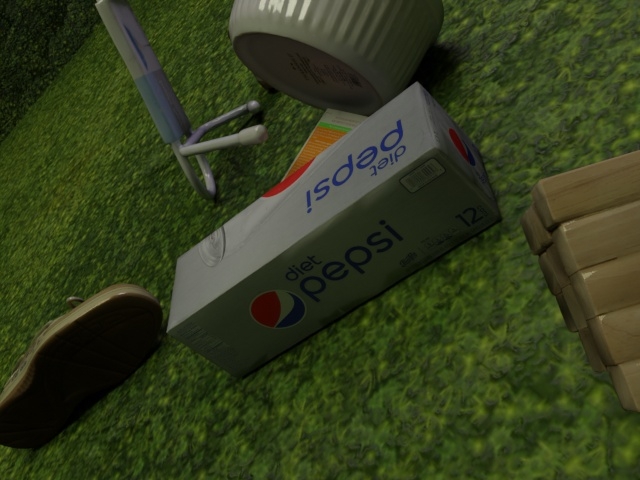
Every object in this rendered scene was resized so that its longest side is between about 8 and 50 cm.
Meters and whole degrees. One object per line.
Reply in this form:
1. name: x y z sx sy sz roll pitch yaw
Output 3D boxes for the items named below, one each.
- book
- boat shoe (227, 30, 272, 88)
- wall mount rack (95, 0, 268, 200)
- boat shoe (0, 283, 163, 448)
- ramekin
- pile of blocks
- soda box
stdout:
1. book: 0.004 -0.063 0.727 0.144 0.035 0.096 -56 35 -7
2. boat shoe: -0.064 -0.370 1.043 0.123 0.123 0.341 -22 41 38
3. wall mount rack: -0.159 -0.212 0.820 0.131 0.349 0.304 -24 17 4
4. boat shoe: -0.291 0.131 0.831 0.285 0.105 0.089 -39 36 20
5. ramekin: 0.007 -0.209 0.716 0.207 0.207 0.108 10 75 55
6. pile of blocks: 0.254 -0.057 0.357 0.362 0.149 0.112 -42 -12 -3
7. soda box: 0.000 0.000 0.607 0.286 0.091 0.098 -34 35 26
